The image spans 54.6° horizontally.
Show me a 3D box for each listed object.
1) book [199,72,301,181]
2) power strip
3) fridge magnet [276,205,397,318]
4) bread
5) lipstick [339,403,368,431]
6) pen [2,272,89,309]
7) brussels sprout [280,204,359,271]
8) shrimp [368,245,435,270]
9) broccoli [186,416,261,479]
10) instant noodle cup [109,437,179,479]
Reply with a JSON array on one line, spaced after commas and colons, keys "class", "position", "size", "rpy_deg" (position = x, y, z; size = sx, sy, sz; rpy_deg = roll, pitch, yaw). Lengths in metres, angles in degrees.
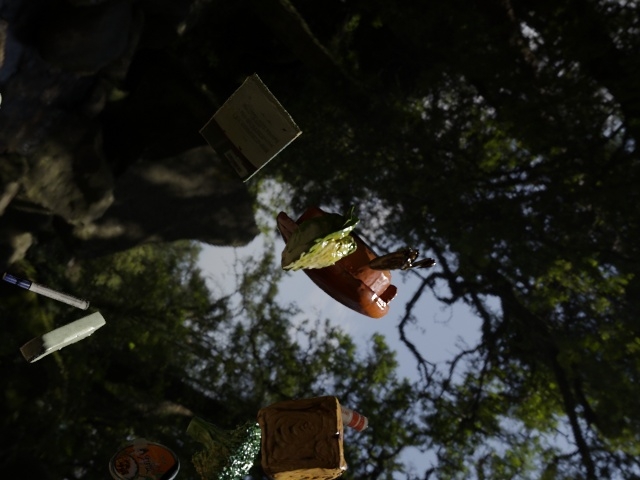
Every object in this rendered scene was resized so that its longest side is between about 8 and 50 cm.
[{"class": "book", "position": [-0.199, -0.297, 1.698], "size": [0.289, 0.201, 0.026], "rpy_deg": [-31, -169, 44]}, {"class": "power strip", "position": [-0.626, 0.234, 1.511], "size": [0.080, 0.048, 0.286], "rpy_deg": [-35, -179, 12]}, {"class": "fridge magnet", "position": [0.037, 0.048, 1.535], "size": [0.155, 0.363, 0.363], "rpy_deg": [-47, -175, -1]}, {"class": "bread", "position": [-0.031, 0.379, 1.169], "size": [0.143, 0.158, 0.149], "rpy_deg": [83, -4, -59]}, {"class": "lipstick", "position": [0.053, 0.410, 1.460], "size": [0.038, 0.131, 0.038], "rpy_deg": [-42, -151, 30]}, {"class": "pen", "position": [-0.664, 0.123, 1.508], "size": [0.025, 0.204, 0.025], "rpy_deg": [-38, -143, 37]}, {"class": "brussels sprout", "position": [-0.002, -0.002, 1.271], "size": [0.181, 0.100, 0.139], "rpy_deg": [-19, 165, 0]}, {"class": "shrimp", "position": [0.166, 0.040, 1.143], "size": [0.178, 0.124, 0.034], "rpy_deg": [151, -61, -64]}, {"class": "broccoli", "position": [-0.250, 0.506, 1.532], "size": [0.194, 0.194, 0.219], "rpy_deg": [-69, -178, -70]}, {"class": "instant noodle cup", "position": [-0.469, 0.637, 1.638], "size": [0.208, 0.178, 0.125], "rpy_deg": [-115, -146, -69]}]
